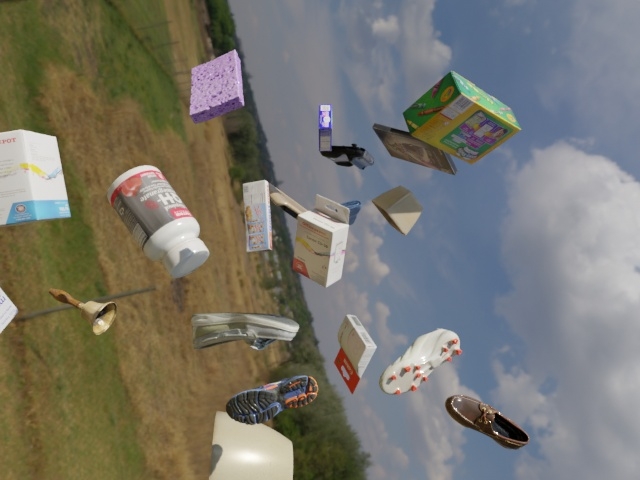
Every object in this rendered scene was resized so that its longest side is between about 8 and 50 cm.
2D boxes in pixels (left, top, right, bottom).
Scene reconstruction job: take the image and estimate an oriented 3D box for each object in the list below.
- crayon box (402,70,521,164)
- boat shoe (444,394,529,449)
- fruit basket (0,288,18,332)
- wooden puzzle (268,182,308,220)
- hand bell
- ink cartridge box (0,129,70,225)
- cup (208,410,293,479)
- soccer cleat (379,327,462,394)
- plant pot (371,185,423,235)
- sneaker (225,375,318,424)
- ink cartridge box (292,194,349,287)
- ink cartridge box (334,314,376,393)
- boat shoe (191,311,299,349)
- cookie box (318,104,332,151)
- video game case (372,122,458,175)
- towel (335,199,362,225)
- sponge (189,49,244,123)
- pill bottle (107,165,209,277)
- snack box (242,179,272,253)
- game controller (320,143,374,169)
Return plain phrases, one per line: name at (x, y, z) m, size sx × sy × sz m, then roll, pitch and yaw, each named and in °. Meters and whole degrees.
crayon box at (0.371, -0.309, 1.370) m, size 0.165 × 0.278 × 0.081 m, roll -37°, pitch -127°, yaw 38°
boat shoe at (0.407, 0.436, 1.281) m, size 0.073 × 0.207 × 0.073 m, roll -61°, pitch 177°, yaw -26°
fruit basket at (-0.921, 0.160, 1.286) m, size 0.327 × 0.165 × 0.353 m, roll -77°, pitch 150°, yaw -52°
wooden puzzle at (-0.071, -0.091, 1.679) m, size 0.044 × 0.238 × 0.221 m, roll -56°, pitch -152°, yaw 8°
hand bell at (-0.870, 0.231, 1.885) m, size 0.126 × 0.242 × 0.126 m, roll 23°, pitch 90°, yaw -79°
ink cartridge box at (-0.937, -0.187, 1.629) m, size 0.197 × 0.198 × 0.270 m, roll -64°, pitch 146°, yaw -85°
cup at (-0.207, 0.685, 1.573) m, size 0.331 × 0.236 × 0.331 m, roll -177°, pitch -90°, yaw -83°
soccer cleat at (0.188, 0.236, 1.031) m, size 0.076 × 0.196 × 0.068 m, roll 22°, pitch -46°, yaw 59°
plant pot at (0.232, -0.096, 1.535) m, size 0.109 × 0.096 × 0.109 m, roll 48°, pitch 0°, yaw -26°
sneaker at (-0.116, 0.380, 1.262) m, size 0.087 × 0.221 × 0.083 m, roll 142°, pitch -64°, yaw -79°
ink cartridge box at (0.000, 0.000, 1.288) m, size 0.115 × 0.067 × 0.198 m, roll 26°, pitch -56°, yaw 32°
ink cartridge box at (0.109, 0.427, 1.977) m, size 0.232 × 0.066 × 0.189 m, roll -63°, pitch -147°, yaw 19°
boat shoe at (-0.200, 0.240, 1.363) m, size 0.118 × 0.320 × 0.103 m, roll 14°, pitch 76°, yaw -65°
cookie box at (0.014, -0.332, 1.556) m, size 0.107 × 0.040 × 0.092 m, roll 91°, pitch 0°, yaw -62°
video game case at (0.327, -0.316, 1.821) m, size 0.274 × 0.026 × 0.196 m, roll 23°, pitch -10°, yaw 36°
towel at (0.065, -0.067, 1.332) m, size 0.119 × 0.067 × 0.029 m, roll 108°, pitch -37°, yaw -68°
sponge at (-0.234, -0.349, 1.184) m, size 0.031 × 0.117 × 0.210 m, roll 63°, pitch 11°, yaw -46°
pill bottle at (-0.468, -0.051, 1.545) m, size 0.318 × 0.176 × 0.176 m, roll 51°, pitch -13°, yaw 14°
snack box at (-0.158, -0.060, 1.323) m, size 0.022 × 0.064 × 0.178 m, roll 27°, pitch 57°, yaw -71°
game controller at (0.101, -0.314, 1.950) m, size 0.319 × 0.166 × 0.067 m, roll -2°, pitch 105°, yaw -77°
